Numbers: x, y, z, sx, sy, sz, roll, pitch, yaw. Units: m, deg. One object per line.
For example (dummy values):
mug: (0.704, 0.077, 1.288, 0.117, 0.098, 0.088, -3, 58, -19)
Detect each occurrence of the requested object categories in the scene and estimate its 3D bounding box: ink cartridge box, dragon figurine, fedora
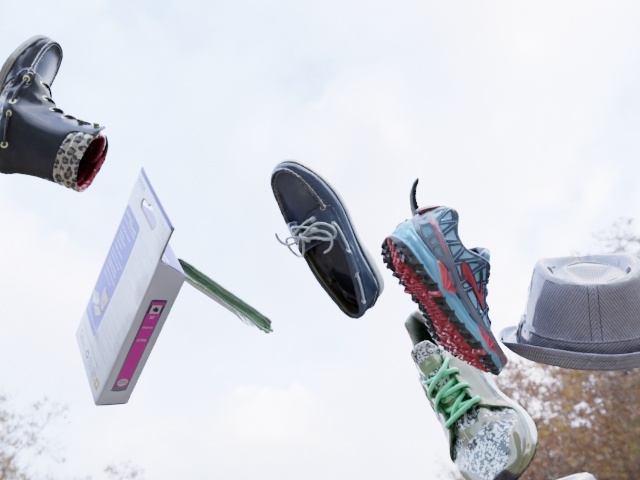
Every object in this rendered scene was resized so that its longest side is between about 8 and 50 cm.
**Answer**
ink cartridge box: (-0.311, 0.082, 1.009, 0.069, 0.176, 0.371, 6, -57, -38)
dragon figurine: (0.242, 0.010, 1.397, 0.144, 0.085, 0.289, 13, -87, 15)
fedora: (0.367, 0.083, 0.838, 0.243, 0.275, 0.124, -3, -85, 26)

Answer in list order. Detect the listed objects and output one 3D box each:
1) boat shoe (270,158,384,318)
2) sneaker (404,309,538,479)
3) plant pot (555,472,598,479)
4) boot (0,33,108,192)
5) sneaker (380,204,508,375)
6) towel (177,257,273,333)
boat shoe: (0.000, 0.000, 0.891, 0.095, 0.079, 0.255, -22, -77, 34)
sneaker: (0.223, 0.259, 1.057, 0.182, 0.410, 0.158, 36, -75, -19)
plant pot: (0.439, 0.528, 1.018, 0.263, 0.229, 0.263, -22, -20, -8)
boot: (-0.381, -0.182, 0.883, 0.178, 0.237, 0.085, 15, -24, 7)
sneaker: (0.196, 0.066, 0.806, 0.125, 0.104, 0.262, -42, -66, -17)
towel: (-0.226, 0.126, 1.380, 0.247, 0.325, 0.038, 37, -101, -7)
